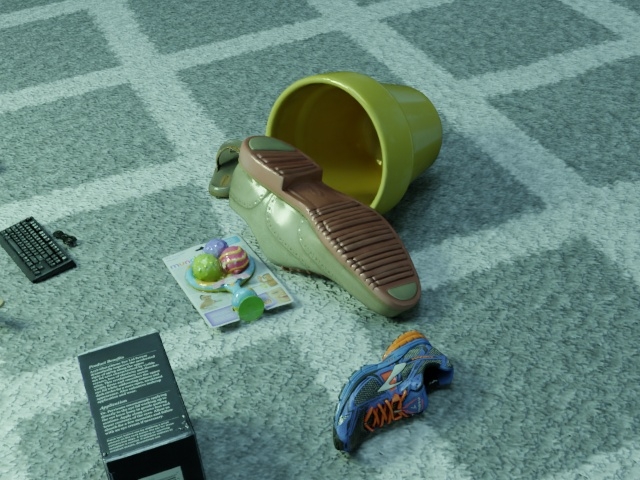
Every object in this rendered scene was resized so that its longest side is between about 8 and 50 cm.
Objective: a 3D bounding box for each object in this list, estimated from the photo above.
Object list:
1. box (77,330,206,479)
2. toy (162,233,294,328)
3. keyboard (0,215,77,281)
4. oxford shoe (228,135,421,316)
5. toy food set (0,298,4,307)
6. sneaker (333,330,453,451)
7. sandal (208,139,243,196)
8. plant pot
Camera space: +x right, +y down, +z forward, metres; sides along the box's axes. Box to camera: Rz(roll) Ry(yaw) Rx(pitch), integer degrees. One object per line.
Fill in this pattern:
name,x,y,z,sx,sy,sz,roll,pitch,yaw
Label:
box,-0.214,0.238,1.273,0.108,0.153,0.207,-16,34,-13
toy,-0.151,0.043,1.634,0.137,0.056,0.237,-18,36,-19
keyboard,-0.473,0.006,1.772,0.108,0.023,0.180,-25,39,-25
oxford shoe,0.000,0.000,1.630,0.140,0.146,0.397,-8,44,-44
toy food set,-0.563,0.157,1.558,0.132,0.038,0.192,12,48,33
sneaker,0.094,0.197,1.349,0.087,0.083,0.221,25,47,30
sandal,-0.167,-0.142,1.916,0.072,0.049,0.180,0,34,9
plant pot,0.075,-0.165,1.760,0.254,0.254,0.239,19,25,32
